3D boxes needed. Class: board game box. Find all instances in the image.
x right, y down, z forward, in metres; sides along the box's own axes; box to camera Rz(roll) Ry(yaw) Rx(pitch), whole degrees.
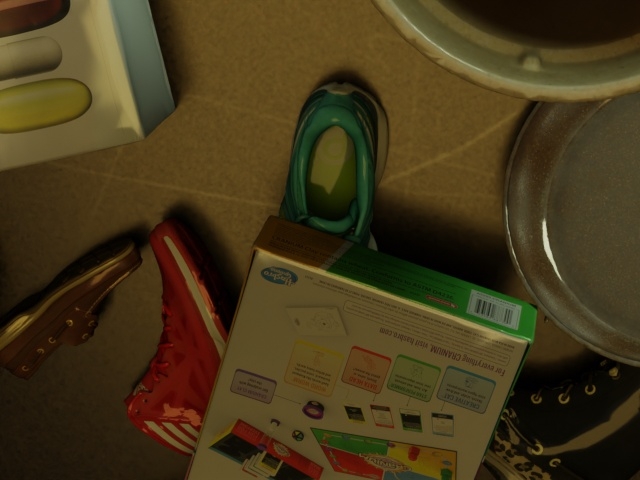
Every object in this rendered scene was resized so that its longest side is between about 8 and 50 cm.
[{"bbox_3d":[0.021,0.160,1.576,0.242,0.064,0.316,20,118,2],"label":"board game box"}]

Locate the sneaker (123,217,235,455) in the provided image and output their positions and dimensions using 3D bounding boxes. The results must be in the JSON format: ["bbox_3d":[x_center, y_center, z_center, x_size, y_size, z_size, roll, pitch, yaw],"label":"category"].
[{"bbox_3d":[-0.135,0.099,1.645,0.128,0.087,0.221,-22,100,8],"label":"sneaker"}]

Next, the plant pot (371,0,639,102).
[{"bbox_3d":[0.182,-0.293,1.411,0.334,0.305,0.333,1,103,4],"label":"plant pot"}]

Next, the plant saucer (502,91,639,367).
[{"bbox_3d":[0.307,-0.034,1.528,0.311,0.050,0.310,-7,67,17],"label":"plant saucer"}]

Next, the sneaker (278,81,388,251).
[{"bbox_3d":[0.000,0.000,1.598,0.107,0.110,0.275,3,105,4],"label":"sneaker"}]

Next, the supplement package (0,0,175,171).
[{"bbox_3d":[-0.253,-0.167,1.556,0.203,0.149,0.194,-12,102,8],"label":"supplement package"}]

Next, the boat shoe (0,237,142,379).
[{"bbox_3d":[-0.224,0.062,1.657,0.178,0.064,0.060,-36,104,18],"label":"boat shoe"}]

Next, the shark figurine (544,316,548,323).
[{"bbox_3d":[0.338,0.019,1.577,0.278,0.116,0.166,8,103,1],"label":"shark figurine"}]

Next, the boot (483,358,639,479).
[{"bbox_3d":[0.209,0.134,1.632,0.179,0.085,0.236,-39,98,8],"label":"boot"}]
